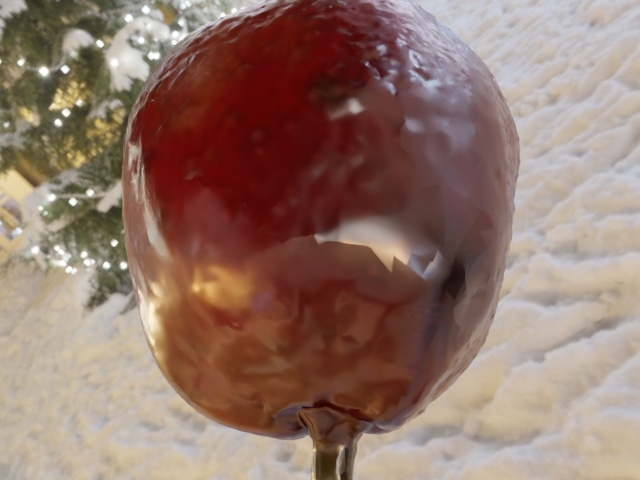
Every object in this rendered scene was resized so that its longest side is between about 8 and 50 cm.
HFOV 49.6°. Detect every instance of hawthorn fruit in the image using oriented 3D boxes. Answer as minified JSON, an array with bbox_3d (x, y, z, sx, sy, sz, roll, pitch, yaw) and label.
[{"bbox_3d":[0.000,0.000,0.445,0.265,0.265,0.307,-23,54,48],"label":"hawthorn fruit"}]
